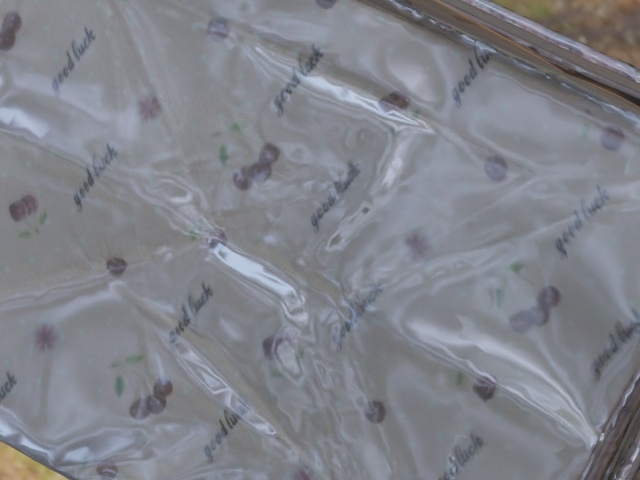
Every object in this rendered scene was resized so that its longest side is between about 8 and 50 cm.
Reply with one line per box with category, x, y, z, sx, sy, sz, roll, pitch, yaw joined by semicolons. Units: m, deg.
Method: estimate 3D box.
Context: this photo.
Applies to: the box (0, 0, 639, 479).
box;0.000;0.000;0.756;0.297;0.190;0.225;27;101;15
